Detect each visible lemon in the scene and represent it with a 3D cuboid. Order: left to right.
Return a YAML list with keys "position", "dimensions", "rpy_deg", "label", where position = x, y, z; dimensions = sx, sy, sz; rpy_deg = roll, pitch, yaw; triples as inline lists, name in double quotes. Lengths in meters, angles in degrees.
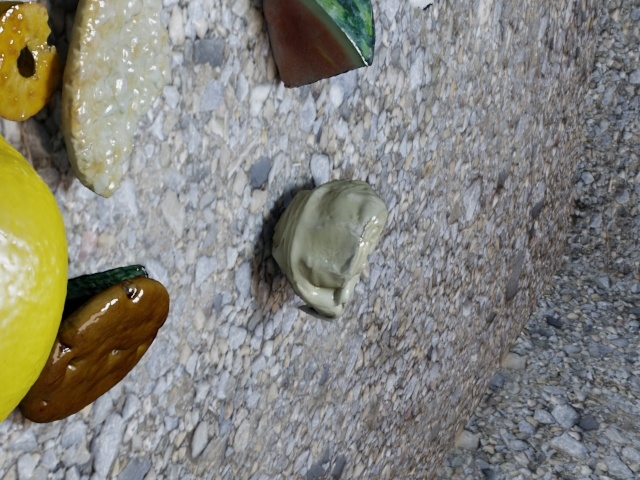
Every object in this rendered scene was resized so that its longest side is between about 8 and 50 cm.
- position: [-0.306, 0.039, 0.705]
  dimensions: [0.263, 0.236, 0.236]
  rpy_deg: [-45, 147, -23]
  label: "lemon"

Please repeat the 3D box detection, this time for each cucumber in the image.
- position: [-0.263, 0.077, 1.050]
  dimensions: [0.220, 0.046, 0.070]
  rpy_deg: [-11, 127, -62]
  label: "cucumber"

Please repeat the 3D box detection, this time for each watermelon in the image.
- position: [0.011, -0.279, 1.213]
  dimensions: [0.136, 0.207, 0.202]
  rpy_deg: [-32, 160, -14]
  label: "watermelon"

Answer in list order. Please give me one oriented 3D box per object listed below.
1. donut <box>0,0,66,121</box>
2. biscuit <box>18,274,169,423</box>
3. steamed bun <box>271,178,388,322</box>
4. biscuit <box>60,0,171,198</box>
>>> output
- position: [-0.275, -0.160, 0.840]
  dimensions: [0.097, 0.043, 0.108]
  rpy_deg: [-49, 149, -38]
  label: "donut"
- position: [-0.246, 0.125, 1.049]
  dimensions: [0.212, 0.036, 0.212]
  rpy_deg: [-44, 163, -17]
  label: "biscuit"
- position: [-0.001, 0.002, 1.415]
  dimensions: [0.218, 0.144, 0.211]
  rpy_deg: [-92, -156, -74]
  label: "steamed bun"
- position: [-0.202, -0.172, 0.947]
  dimensions: [0.188, 0.040, 0.265]
  rpy_deg: [-28, 131, -73]
  label: "biscuit"
